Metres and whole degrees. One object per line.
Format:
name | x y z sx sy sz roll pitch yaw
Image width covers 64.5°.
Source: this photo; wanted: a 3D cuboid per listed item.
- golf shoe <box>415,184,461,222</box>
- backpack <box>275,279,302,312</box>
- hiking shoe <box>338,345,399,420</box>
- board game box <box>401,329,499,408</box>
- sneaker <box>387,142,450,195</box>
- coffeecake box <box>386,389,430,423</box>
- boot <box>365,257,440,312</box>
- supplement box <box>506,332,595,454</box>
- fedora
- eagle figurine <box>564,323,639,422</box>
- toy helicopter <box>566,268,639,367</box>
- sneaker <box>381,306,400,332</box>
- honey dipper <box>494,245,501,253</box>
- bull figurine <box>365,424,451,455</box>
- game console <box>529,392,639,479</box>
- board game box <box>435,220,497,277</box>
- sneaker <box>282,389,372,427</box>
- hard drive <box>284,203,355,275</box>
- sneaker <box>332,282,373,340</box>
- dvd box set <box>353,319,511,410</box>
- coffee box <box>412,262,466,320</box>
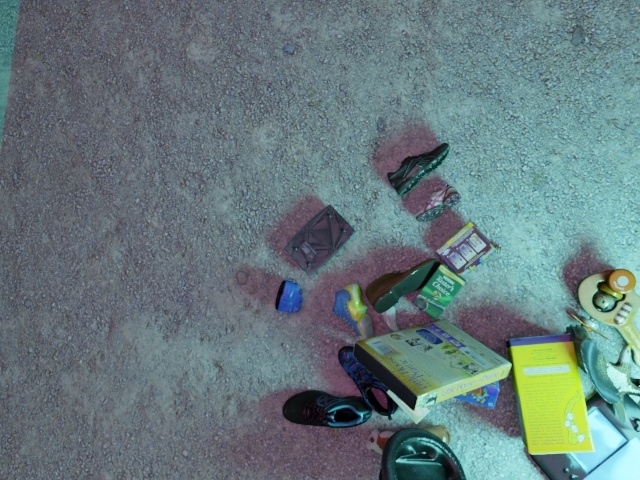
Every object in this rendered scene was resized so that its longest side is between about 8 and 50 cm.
golf shoe | 0.437 -0.138 1.928 0.186 0.067 0.086 -33 50 7
backpack | -0.122 0.219 1.982 0.101 0.098 0.120 13 84 -15
hiking shoe | 0.175 0.507 1.852 0.113 0.132 0.304 -44 75 3
board game box | 0.427 0.434 1.750 0.346 0.233 0.078 12 110 14
sneaker | 0.375 -0.293 1.939 0.267 0.101 0.106 -40 74 4
coffeecake box | 0.313 0.552 1.786 0.068 0.185 0.142 -46 76 4
boot | 0.304 0.141 1.895 0.305 0.112 0.115 -31 41 -5
supplement box | 0.747 0.498 1.674 0.195 0.194 0.357 -9 76 15
fedora | 0.313 0.785 1.657 0.334 0.334 0.152 53 134 14
eagle figurine | 0.926 0.417 1.631 0.298 0.226 0.225 24 57 8
toy helicopter | 0.994 0.278 1.702 0.235 0.140 0.355 -32 78 9
sneaker | 0.262 0.282 1.906 0.061 0.054 0.152 -32 76 4
honey dipper | 0.587 0.027 1.884 0.160 0.030 0.031 7 84 18
bull figurine | 0.317 0.751 1.804 0.310 0.101 0.189 -15 83 12
game console | 0.956 0.724 1.684 0.386 0.060 0.342 -42 76 4
board game box | 0.534 0.036 1.863 0.170 0.048 0.141 -43 77 17
sneaker | 0.014 0.624 1.868 0.340 0.139 0.125 -6 83 13
hard drive | 0.000 0.000 2.004 0.254 0.054 0.172 -44 76 4
sneaker | 0.120 0.288 1.932 0.126 0.091 0.240 -18 78 28
dvd box set | 0.361 0.387 1.647 0.307 0.420 0.062 33 122 50
coffee box | 0.436 0.188 1.864 0.113 0.040 0.184 39 107 15
